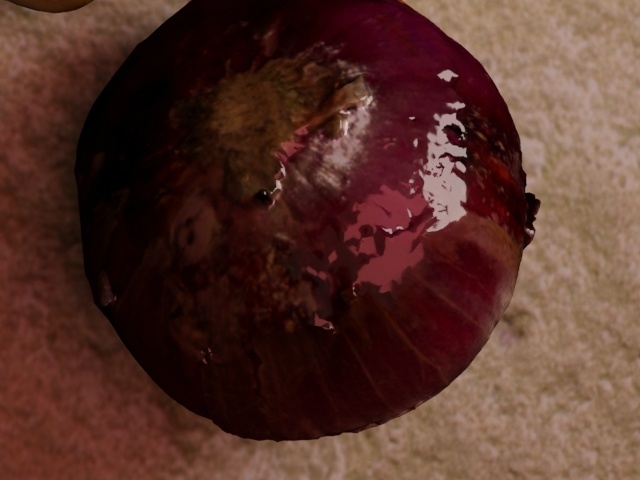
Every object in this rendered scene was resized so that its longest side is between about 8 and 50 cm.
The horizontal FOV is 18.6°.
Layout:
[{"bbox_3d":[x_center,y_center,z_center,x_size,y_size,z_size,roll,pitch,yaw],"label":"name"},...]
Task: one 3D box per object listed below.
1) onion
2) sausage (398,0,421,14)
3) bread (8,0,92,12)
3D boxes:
[{"bbox_3d":[0.000,0.000,1.441,0.347,0.348,0.385,-55,151,-13],"label":"onion"},{"bbox_3d":[-0.026,-0.210,1.516,0.234,0.071,0.071,33,79,-24],"label":"sausage"},{"bbox_3d":[-0.212,-0.266,1.363,0.098,0.147,0.217,-49,145,-31],"label":"bread"}]
